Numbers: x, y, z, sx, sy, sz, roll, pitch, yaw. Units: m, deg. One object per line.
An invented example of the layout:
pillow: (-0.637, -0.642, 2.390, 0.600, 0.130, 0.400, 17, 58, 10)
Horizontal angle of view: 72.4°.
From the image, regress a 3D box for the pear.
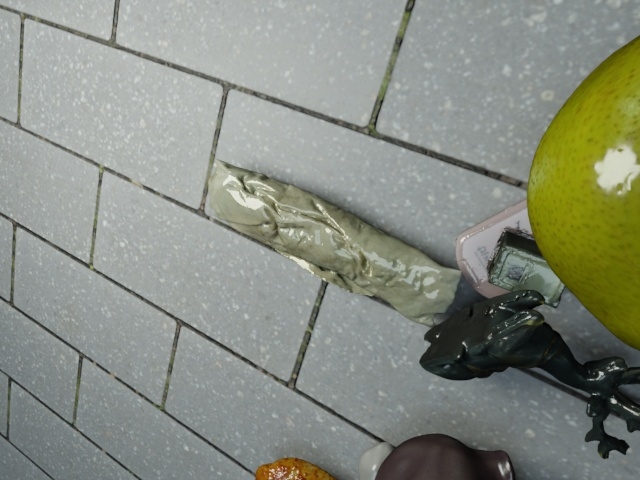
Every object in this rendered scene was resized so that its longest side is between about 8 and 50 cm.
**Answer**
pear: (0.324, -0.046, 0.345, 0.294, 0.294, 0.294, 6, 104, 25)

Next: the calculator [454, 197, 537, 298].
calculator: (0.250, 0.003, 0.525, 0.175, 0.032, 0.100, -32, 87, 28)

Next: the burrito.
burrito: (0.000, 0.000, 0.619, 0.392, 0.076, 0.117, 26, 124, 17)

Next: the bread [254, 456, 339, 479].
bread: (0.005, 0.460, 0.719, 0.269, 0.095, 0.139, 42, 124, 7)

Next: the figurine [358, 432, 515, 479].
figurine: (0.238, 0.376, 0.566, 0.365, 0.206, 0.218, 12, 132, -2)

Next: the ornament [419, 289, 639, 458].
ornament: (0.258, 0.167, 0.511, 0.236, 0.080, 0.202, 33, 143, -7)

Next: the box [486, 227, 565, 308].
box: (0.233, 0.031, 0.485, 0.085, 0.063, 0.060, 23, 110, 18)
